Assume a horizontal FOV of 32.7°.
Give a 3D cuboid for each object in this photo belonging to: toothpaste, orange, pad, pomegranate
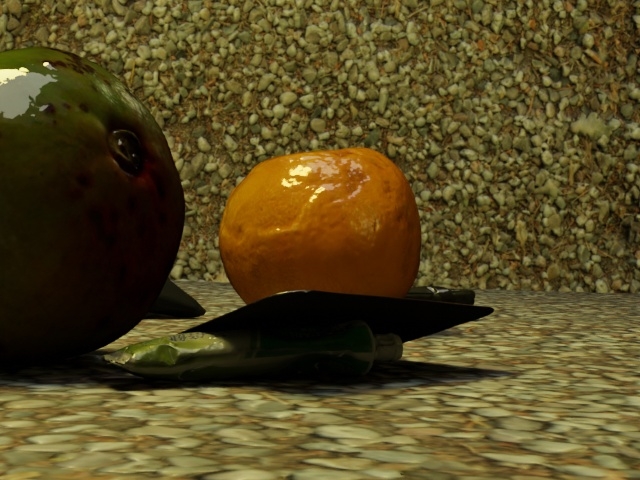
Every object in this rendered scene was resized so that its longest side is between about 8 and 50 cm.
[{"bbox_3d":[-0.050,0.088,0.852,0.248,0.047,0.078,0,-2,-22],"label":"toothpaste"},{"bbox_3d":[0.000,0.000,1.386,0.261,0.261,0.261,2,0,0],"label":"orange"},{"bbox_3d":[0.009,0.074,0.924,0.267,0.004,0.181,7,-24,-45],"label":"pad"},{"bbox_3d":[-0.280,-0.032,0.954,0.323,0.291,0.290,1,-1,34],"label":"pomegranate"}]

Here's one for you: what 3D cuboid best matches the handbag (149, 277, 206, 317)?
[{"bbox_3d":[-0.313,0.043,1.551,0.254,0.089,0.211,16,7,-35],"label":"handbag"}]

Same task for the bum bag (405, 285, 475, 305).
[{"bbox_3d":[0.148,0.099,1.658,0.197,0.049,0.087,1,-24,-19],"label":"bum bag"}]
